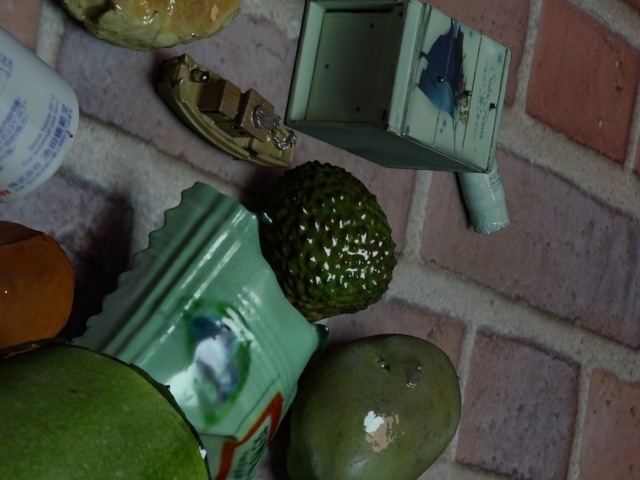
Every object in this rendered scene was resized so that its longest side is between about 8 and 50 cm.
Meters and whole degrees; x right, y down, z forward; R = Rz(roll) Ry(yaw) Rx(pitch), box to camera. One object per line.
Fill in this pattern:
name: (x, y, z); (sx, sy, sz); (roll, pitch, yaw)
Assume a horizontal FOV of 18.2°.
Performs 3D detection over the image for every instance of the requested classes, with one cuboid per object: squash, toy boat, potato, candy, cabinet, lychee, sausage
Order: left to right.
sausage: (-0.306, 0.048, 1.642); (0.258, 0.133, 0.133); (-2, 96, -57)
squash: (-0.247, 0.239, 1.454); (0.384, 0.263, 0.263); (-42, 131, -73)
candy: (-0.121, 0.172, 1.932); (0.263, 0.172, 0.398); (-47, 152, -29)
toy boat: (-0.088, -0.126, 1.980); (0.206, 0.072, 0.064); (36, 64, -53)
lychee: (0.000, 0.000, 2.057); (0.171, 0.171, 0.171); (-11, 103, -54)
potato: (0.063, 0.191, 2.176); (0.251, 0.159, 0.174); (-27, 143, -37)
cabinet: (0.088, -0.167, 2.162); (0.206, 0.150, 0.145); (19, 79, -54)

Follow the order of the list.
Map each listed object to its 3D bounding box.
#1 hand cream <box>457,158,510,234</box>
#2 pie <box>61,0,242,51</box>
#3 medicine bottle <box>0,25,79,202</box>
hand cream: (0.184, -0.107, 2.401); (0.078, 0.050, 0.205); (-42, 123, -45)
pie: (-0.150, -0.337, 1.852); (0.339, 0.083, 0.339); (-15, 108, -56)
medicine bottle: (-0.337, -0.156, 1.562); (0.341, 0.130, 0.130); (39, 63, -51)
